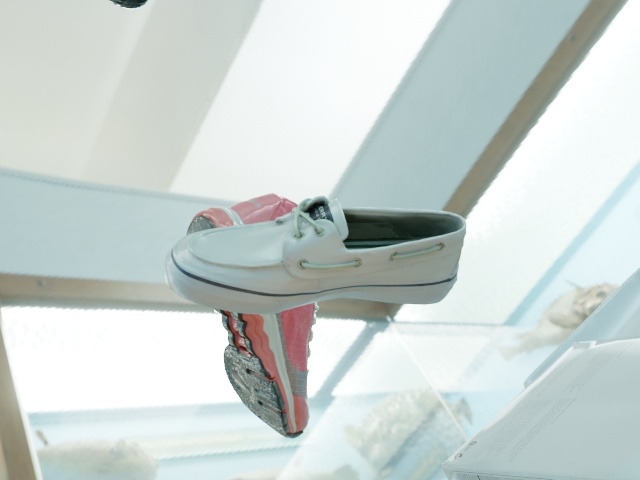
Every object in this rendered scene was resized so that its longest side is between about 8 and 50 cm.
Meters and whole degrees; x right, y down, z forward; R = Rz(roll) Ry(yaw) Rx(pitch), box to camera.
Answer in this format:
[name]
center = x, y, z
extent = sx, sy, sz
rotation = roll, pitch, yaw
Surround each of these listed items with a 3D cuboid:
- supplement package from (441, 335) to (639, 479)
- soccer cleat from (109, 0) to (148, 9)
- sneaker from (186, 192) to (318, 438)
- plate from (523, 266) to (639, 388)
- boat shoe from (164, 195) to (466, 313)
[supplement package]
center = 0.247, 0.179, 0.596
extent = 0.194, 0.149, 0.203
rotation = -32, 6, -32
[soccer cleat]
center = -0.172, -0.228, 0.582
extent = 0.060, 0.072, 0.179
rotation = -3, -30, 8
[sneaker]
center = -0.042, 0.090, 0.918
extent = 0.136, 0.116, 0.313
rotation = -28, -61, -30
[plate]
center = 0.404, 0.117, 0.836
extent = 0.278, 0.277, 0.045
rotation = -35, -67, -28
[boat shoe]
center = 0.000, 0.000, 0.591
extent = 0.227, 0.083, 0.075
rotation = -1, -51, -19
